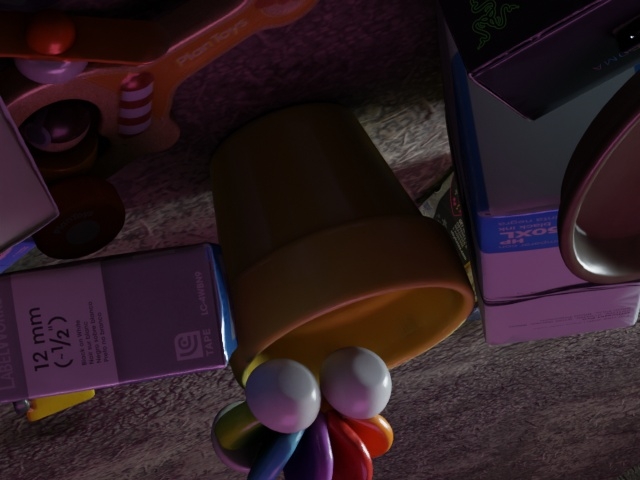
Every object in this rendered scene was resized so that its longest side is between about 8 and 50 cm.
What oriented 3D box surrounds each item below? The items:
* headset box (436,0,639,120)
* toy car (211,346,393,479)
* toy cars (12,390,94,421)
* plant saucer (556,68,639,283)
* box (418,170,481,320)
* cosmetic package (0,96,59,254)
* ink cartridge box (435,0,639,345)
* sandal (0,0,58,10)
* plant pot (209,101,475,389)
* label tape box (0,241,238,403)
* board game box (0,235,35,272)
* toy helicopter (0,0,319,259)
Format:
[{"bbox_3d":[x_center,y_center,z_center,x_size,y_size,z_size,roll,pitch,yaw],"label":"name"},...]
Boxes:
[{"bbox_3d":[0.187,-0.256,1.183,0.246,0.283,0.131,-28,158,20],"label":"headset box"},{"bbox_3d":[-0.011,0.194,1.621,0.182,0.136,0.159,-7,155,-30],"label":"toy car"},{"bbox_3d":[-0.364,0.092,1.690,0.176,0.087,0.394,-44,147,22],"label":"toy cars"},{"bbox_3d":[0.285,-0.075,1.230,0.278,0.041,0.278,-25,148,-17],"label":"plant saucer"},{"bbox_3d":[0.267,-0.014,1.989,0.247,0.163,0.142,-3,149,-38],"label":"box"},{"bbox_3d":[-0.369,-0.009,1.330,0.296,0.129,0.153,-20,-170,44],"label":"cosmetic package"},{"bbox_3d":[0.207,-0.094,1.545,0.166,0.285,0.395,-9,160,4],"label":"ink cartridge box"},{"bbox_3d":[-0.233,-0.229,1.181,0.097,0.054,0.254,-19,158,-4],"label":"sandal"},{"bbox_3d":[0.000,0.000,1.681,0.254,0.239,0.254,-17,158,-7],"label":"plant pot"},{"bbox_3d":[-0.253,0.078,1.457,0.348,0.115,0.249,-7,180,-1],"label":"label tape box"},{"bbox_3d":[-0.409,0.019,1.633,0.160,0.039,0.211,-35,154,31],"label":"board game box"},{"bbox_3d":[-0.159,-0.152,1.377,0.355,0.140,0.235,-32,148,5],"label":"toy helicopter"}]
